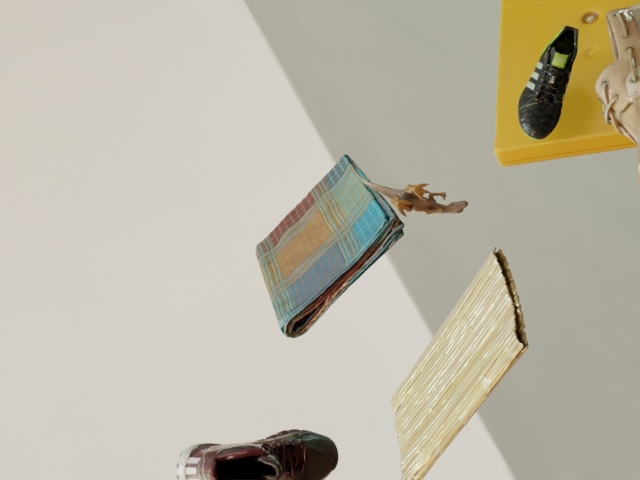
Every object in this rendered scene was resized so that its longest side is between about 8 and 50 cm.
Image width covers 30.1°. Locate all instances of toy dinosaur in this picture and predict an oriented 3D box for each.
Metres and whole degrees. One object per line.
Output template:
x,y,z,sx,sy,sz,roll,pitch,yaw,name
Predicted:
0.140,-0.071,1.999,0.112,0.211,0.064,26,-96,-88,toy dinosaur

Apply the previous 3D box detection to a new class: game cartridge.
0.402,-0.258,1.748,0.285,0.323,0.052,-7,-38,21,game cartridge

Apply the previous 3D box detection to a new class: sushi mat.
0.165,0.165,1.487,0.019,0.151,0.316,12,-47,-19,sushi mat

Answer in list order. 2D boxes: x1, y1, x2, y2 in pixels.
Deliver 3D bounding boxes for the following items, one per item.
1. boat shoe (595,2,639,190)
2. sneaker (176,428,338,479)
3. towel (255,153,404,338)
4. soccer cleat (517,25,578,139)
0.408,-0.177,1.513,0.110,0.341,0.121,-2,-45,17,boat shoe
-0.067,0.352,1.834,0.281,0.106,0.162,-3,-7,-30,sneaker
0.000,0.000,2.075,0.271,0.370,0.040,-46,-66,8,towel
0.315,-0.219,1.635,0.060,0.179,0.072,20,-28,3,soccer cleat
